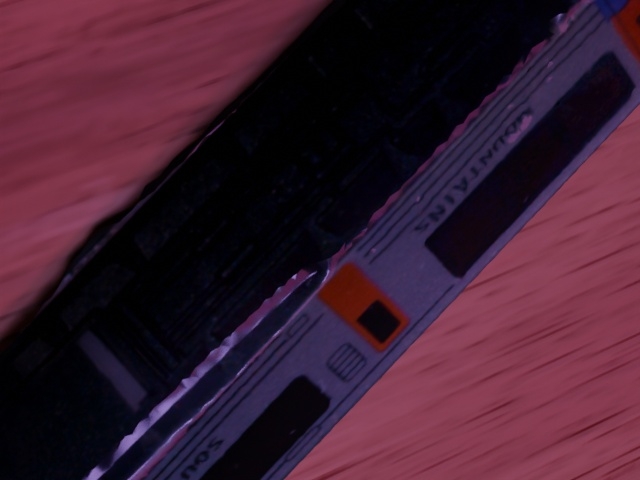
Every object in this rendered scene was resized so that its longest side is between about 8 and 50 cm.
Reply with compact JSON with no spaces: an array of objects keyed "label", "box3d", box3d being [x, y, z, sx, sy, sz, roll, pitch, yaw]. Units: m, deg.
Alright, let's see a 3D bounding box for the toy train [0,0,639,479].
[{"label":"toy train","box3d":[0.000,0.000,0.676,0.409,0.086,0.089,-46,140,-1]}]
